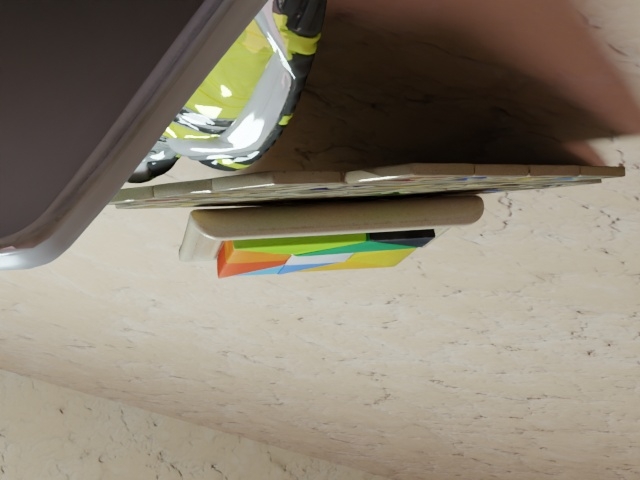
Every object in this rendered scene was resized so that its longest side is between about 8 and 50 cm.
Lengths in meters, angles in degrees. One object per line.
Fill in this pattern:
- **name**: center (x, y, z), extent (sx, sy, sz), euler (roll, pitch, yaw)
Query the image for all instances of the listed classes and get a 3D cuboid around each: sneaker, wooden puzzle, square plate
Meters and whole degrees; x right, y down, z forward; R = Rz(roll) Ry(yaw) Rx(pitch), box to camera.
- **sneaker**: center (-0.111, -0.117, 0.802), extent (0.147, 0.145, 0.384), euler (18, 161, -23)
- **wooden puzzle**: center (0.000, 0.000, 1.143), extent (0.220, 0.044, 0.238), euler (-3, 176, -9)
- **square plate**: center (-0.151, -0.100, 0.572), extent (0.347, 0.344, 0.049), euler (2, 132, 30)

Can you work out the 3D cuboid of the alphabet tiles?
- **alphabet tiles**: center (0.032, -0.037, 0.988), extent (0.285, 0.011, 0.342), euler (-3, 179, 44)
